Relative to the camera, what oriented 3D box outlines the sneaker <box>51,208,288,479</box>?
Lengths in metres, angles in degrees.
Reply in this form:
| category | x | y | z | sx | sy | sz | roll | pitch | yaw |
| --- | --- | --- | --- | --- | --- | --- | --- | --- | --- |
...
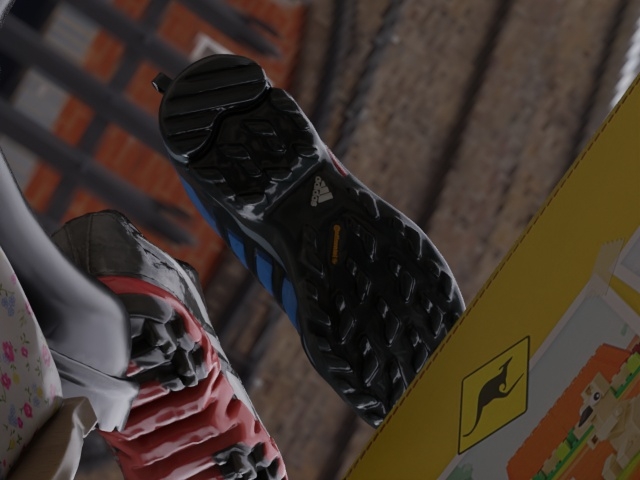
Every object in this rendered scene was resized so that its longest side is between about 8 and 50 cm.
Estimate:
| category | x | y | z | sx | sy | sz | roll | pitch | yaw |
| --- | --- | --- | --- | --- | --- | --- | --- | --- | --- |
| sneaker | -0.091 | 0.086 | 1.112 | 0.097 | 0.276 | 0.135 | -22 | -133 | 2 |

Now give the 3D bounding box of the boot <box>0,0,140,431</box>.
| category | x | y | z | sx | sy | sz | roll | pitch | yaw |
| --- | --- | --- | --- | --- | --- | --- | --- | --- | --- |
| boot | -0.153 | -0.082 | 0.829 | 0.131 | 0.348 | 0.260 | 15 | -107 | 39 |

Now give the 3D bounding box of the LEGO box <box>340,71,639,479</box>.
| category | x | y | z | sx | sy | sz | roll | pitch | yaw |
| --- | --- | --- | --- | --- | --- | --- | --- | --- | --- |
| LEGO box | 0.196 | 0.105 | 0.671 | 0.500 | 0.193 | 0.372 | -54 | -156 | 7 |

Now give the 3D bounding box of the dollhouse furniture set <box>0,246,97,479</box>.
| category | x | y | z | sx | sy | sz | roll | pitch | yaw |
| --- | --- | --- | --- | --- | --- | --- | --- | --- | --- |
| dollhouse furniture set | -0.088 | 0.067 | 0.563 | 0.173 | 0.303 | 0.355 | -11 | -155 | 28 |

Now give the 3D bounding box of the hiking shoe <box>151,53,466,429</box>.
| category | x | y | z | sx | sy | sz | roll | pitch | yaw |
| --- | --- | --- | --- | --- | --- | --- | --- | --- | --- |
| hiking shoe | 0.000 | 0.000 | 1.308 | 0.113 | 0.304 | 0.132 | -35 | -170 | -6 |
